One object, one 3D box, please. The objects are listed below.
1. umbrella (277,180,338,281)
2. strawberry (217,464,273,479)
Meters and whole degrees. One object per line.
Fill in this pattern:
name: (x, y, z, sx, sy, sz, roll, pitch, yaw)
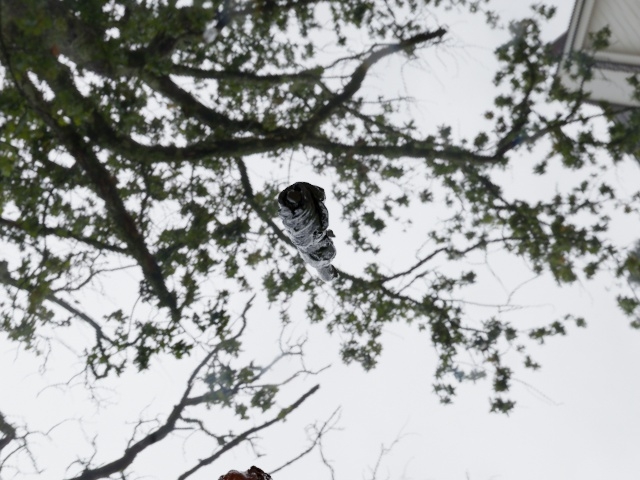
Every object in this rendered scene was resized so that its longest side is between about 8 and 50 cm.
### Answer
umbrella: (-0.005, 0.005, 0.852, 0.248, 0.070, 0.071, 72, -168, -56)
strawberry: (-0.132, 0.496, 1.052, 0.184, 0.186, 0.202, -37, -51, -65)
